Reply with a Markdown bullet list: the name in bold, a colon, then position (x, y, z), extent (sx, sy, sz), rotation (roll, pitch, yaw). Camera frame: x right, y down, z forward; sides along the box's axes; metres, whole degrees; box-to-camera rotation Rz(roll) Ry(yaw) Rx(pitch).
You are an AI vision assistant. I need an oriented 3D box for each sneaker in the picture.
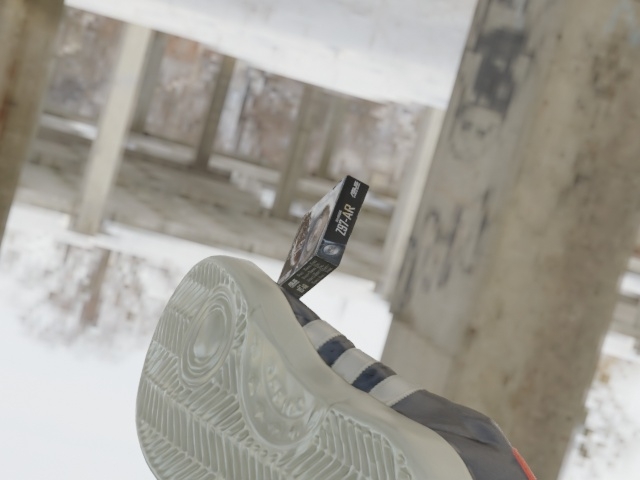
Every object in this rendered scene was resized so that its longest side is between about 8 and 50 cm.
- **sneaker**: position (0.017, 0.117, 0.886), extent (0.148, 0.131, 0.350), rotation (21, -170, -31)

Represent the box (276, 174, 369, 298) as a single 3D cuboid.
- **box**: position (0.000, 0.000, 1.127), extent (0.018, 0.067, 0.083), rotation (28, 153, -12)
